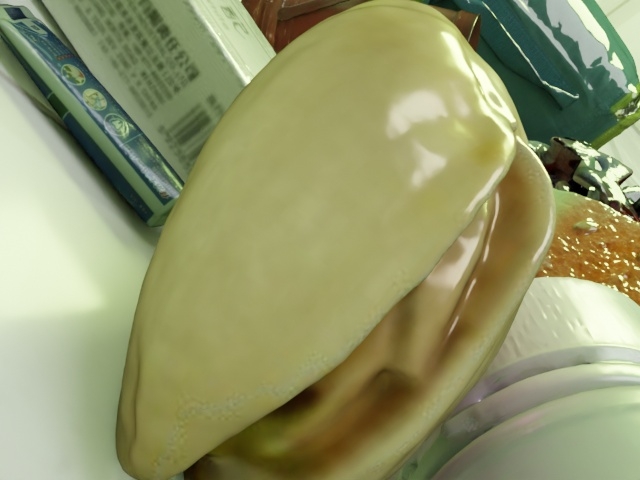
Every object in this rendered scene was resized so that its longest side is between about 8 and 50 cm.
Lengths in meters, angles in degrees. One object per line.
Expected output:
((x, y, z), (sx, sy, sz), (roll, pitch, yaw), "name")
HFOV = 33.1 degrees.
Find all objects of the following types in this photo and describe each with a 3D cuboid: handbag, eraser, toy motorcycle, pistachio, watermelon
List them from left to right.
((-0.136, -0.183, 0.767), (0.404, 0.098, 0.096), (56, 22, 4), "eraser")
((0.007, 0.008, 0.585), (0.193, 0.214, 0.318), (50, 64, -28), "pistachio")
((0.177, -0.171, 1.132), (0.241, 0.263, 0.222), (54, 16, -3), "handbag")
((0.216, -0.039, 0.973), (0.213, 0.082, 0.122), (26, 33, 15), "toy motorcycle")
((0.221, 0.081, 0.813), (0.256, 0.193, 0.140), (19, 18, 19), "watermelon")

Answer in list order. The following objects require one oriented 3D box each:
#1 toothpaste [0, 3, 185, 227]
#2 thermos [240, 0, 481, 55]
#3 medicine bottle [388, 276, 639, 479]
((-0.141, -0.074, 0.687), (0.197, 0.035, 0.057), (50, 17, 0), "toothpaste")
((0.023, -0.183, 0.993), (0.232, 0.124, 0.099), (14, 4, 11), "thermos")
((0.162, 0.192, 0.605), (0.256, 0.256, 0.325), (42, 17, -26), "medicine bottle")
